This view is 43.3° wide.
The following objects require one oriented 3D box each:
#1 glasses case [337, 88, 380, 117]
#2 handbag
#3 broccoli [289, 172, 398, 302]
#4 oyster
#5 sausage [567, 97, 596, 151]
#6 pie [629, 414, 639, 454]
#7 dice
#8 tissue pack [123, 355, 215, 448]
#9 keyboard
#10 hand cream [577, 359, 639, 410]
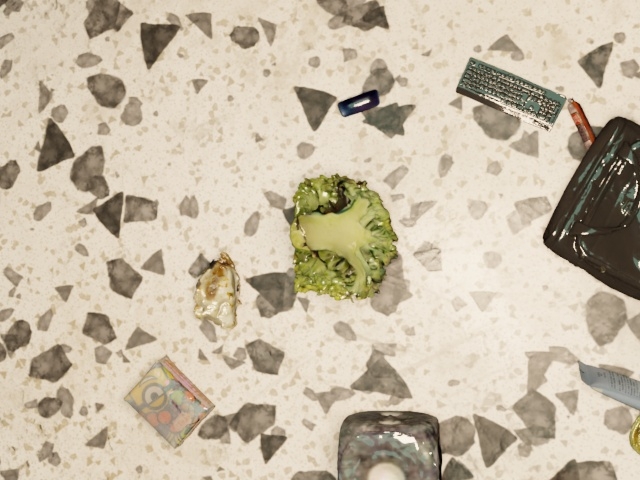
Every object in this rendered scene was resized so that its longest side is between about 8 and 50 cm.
[{"bbox_3d":[0.075,-0.266,1.566,0.083,0.023,0.033,-19,84,10],"label":"glasses case"},{"bbox_3d":[0.552,-0.053,1.424,0.244,0.088,0.275,31,96,3],"label":"handbag"},{"bbox_3d":[-0.002,0.002,1.479,0.180,0.273,0.242,-14,83,44],"label":"broccoli"},{"bbox_3d":[-0.195,0.096,1.593,0.103,0.051,0.148,20,107,8],"label":"oyster"},{"bbox_3d":[0.497,-0.172,1.480,0.028,0.025,0.198,-28,81,41],"label":"sausage"},{"bbox_3d":[0.594,0.350,1.446,0.084,0.021,0.084,-1,85,8],"label":"pie"},{"bbox_3d":[0.128,0.408,1.454,0.181,0.183,0.182,0,89,9],"label":"dice"},{"bbox_3d":[-0.299,0.321,1.602,0.148,0.060,0.108,42,97,10],"label":"tissue pack"},{"bbox_3d":[0.356,-0.275,1.515,0.196,0.015,0.074,26,94,11],"label":"keyboard"},{"bbox_3d":[0.586,0.282,1.424,0.271,0.091,0.058,21,112,7],"label":"hand cream"}]
